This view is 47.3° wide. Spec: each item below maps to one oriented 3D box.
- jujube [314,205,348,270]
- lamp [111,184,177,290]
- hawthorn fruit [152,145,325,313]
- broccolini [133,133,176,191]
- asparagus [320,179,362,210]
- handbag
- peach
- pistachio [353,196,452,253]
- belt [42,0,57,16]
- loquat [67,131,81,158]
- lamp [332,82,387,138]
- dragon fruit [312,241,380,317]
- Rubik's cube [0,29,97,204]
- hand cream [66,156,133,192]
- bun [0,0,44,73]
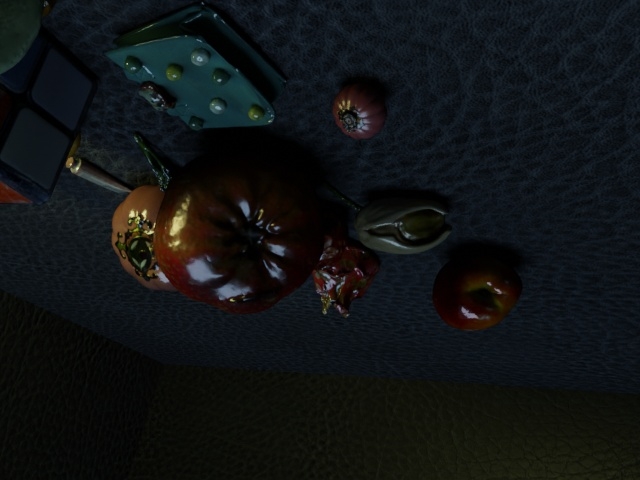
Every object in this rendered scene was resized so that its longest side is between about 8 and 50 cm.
[{"bbox_3d":[0.000,0.000,1.928,0.155,0.155,0.230,11,166,7],"label":"jujube"},{"bbox_3d":[-0.422,-0.013,2.018,0.305,0.239,0.305,10,113,25],"label":"lamp"},{"bbox_3d":[-0.190,-0.029,1.722,0.403,0.403,0.403,12,157,5],"label":"hawthorn fruit"},{"bbox_3d":[-0.410,-0.207,1.838,0.074,0.058,0.201,-7,137,13],"label":"broccolini"},{"bbox_3d":[0.055,-0.106,1.813,0.016,0.016,0.163,-28,135,32],"label":"asparagus"},{"bbox_3d":[-0.235,-0.308,1.406,0.274,0.100,0.268,-3,153,34],"label":"handbag"},{"bbox_3d":[0.411,0.132,1.934,0.243,0.199,0.243,-20,180,0],"label":"peach"},{"bbox_3d":[0.195,-0.039,1.747,0.238,0.153,0.138,0,113,26],"label":"pistachio"},{"bbox_3d":[-0.527,-0.444,1.345,0.083,0.036,0.059,1,147,28],"label":"belt"},{"bbox_3d":[-0.639,-0.252,1.733,0.141,0.141,0.141,12,157,5],"label":"loquat"},{"bbox_3d":[0.074,-0.245,1.382,0.107,0.092,0.107,18,130,23],"label":"lamp"},{"bbox_3d":[0.078,0.121,2.101,0.134,0.211,0.262,5,162,39],"label":"dragon fruit"},{"bbox_3d":[-0.704,-0.274,1.478,0.318,0.313,0.316,0,153,32],"label":"Rubik's cube"},{"bbox_3d":[-0.607,-0.172,2.022,0.067,0.043,0.209,-2,158,37],"label":"hand cream"},{"bbox_3d":[-0.609,-0.406,1.185,0.187,0.293,0.293,19,161,26],"label":"bun"}]
